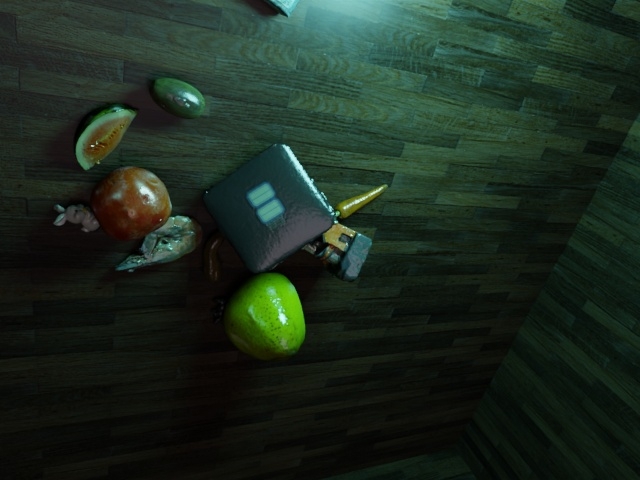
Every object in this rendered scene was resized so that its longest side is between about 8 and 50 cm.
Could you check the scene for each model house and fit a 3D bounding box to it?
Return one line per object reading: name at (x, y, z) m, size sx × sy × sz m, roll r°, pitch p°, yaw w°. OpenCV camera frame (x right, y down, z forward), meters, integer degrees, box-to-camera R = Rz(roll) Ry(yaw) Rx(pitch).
model house at (0.000, 0.000, 1.707) m, size 0.301 × 0.271 × 0.190 m, roll 29°, pitch 91°, yaw -20°

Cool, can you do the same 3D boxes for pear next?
pear at (-0.205, 0.332, 1.757) m, size 0.238 × 0.318 × 0.342 m, roll 4°, pitch 119°, yaw -50°

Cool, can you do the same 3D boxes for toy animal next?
toy animal at (-0.398, 0.283, 1.816) m, size 0.065 × 0.047 × 0.136 m, roll -1°, pitch 116°, yaw -34°
toy animal at (-0.738, -0.076, 1.406) m, size 0.085 × 0.071 × 0.124 m, roll -34°, pitch 140°, yaw 22°

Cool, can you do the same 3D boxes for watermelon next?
watermelon at (-0.632, -0.305, 1.320) m, size 0.245 × 0.063 × 0.119 m, roll -46°, pitch 142°, yaw 7°

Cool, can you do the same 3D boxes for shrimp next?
shrimp at (-0.555, 0.013, 1.559) m, size 0.317 × 0.062 × 0.164 m, roll -25°, pitch 124°, yaw -14°

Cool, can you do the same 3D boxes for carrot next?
carrot at (0.157, -0.158, 1.797) m, size 0.256 × 0.061 × 0.061 m, roll -31°, pitch 129°, yaw -17°

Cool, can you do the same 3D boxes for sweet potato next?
sweet potato at (-0.388, 0.054, 1.666) m, size 0.081 × 0.062 × 0.233 m, roll -8°, pitch 121°, yaw -39°

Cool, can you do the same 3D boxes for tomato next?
tomato at (-0.568, -0.109, 1.382) m, size 0.232 × 0.188 × 0.232 m, roll -14°, pitch 120°, yaw -27°

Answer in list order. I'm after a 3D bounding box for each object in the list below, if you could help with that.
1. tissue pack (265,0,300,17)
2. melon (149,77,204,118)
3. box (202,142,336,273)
tissue pack at (-0.091, -0.802, 1.221) m, size 0.228 × 0.103 × 0.316 m, roll 25°, pitch 108°, yaw -37°
melon at (-0.414, -0.411, 1.325) m, size 0.162 × 0.099 × 0.099 m, roll 17°, pitch 112°, yaw -34°
box at (-0.171, -0.106, 1.546) m, size 0.359 × 0.091 × 0.350 m, roll -34°, pitch 99°, yaw 4°
